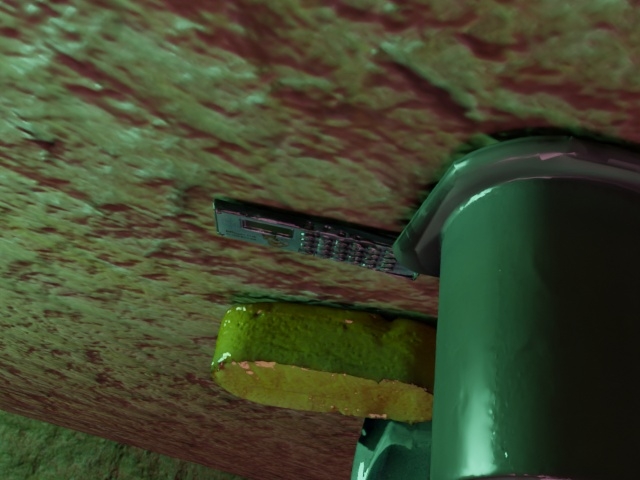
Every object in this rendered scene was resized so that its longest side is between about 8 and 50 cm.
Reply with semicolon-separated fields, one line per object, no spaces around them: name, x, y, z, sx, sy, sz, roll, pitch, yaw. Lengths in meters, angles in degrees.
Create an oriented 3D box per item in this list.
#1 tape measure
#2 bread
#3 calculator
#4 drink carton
tape measure;0.117;0.283;0.843;0.147;0.256;0.275;4;128;19
bread;0.009;0.118;0.729;0.245;0.094;0.102;4;145;14
calculator;0.000;0.000;0.565;0.172;0.018;0.057;13;154;1
drink carton;0.140;0.065;0.431;0.185;0.190;0.191;17;151;-8
